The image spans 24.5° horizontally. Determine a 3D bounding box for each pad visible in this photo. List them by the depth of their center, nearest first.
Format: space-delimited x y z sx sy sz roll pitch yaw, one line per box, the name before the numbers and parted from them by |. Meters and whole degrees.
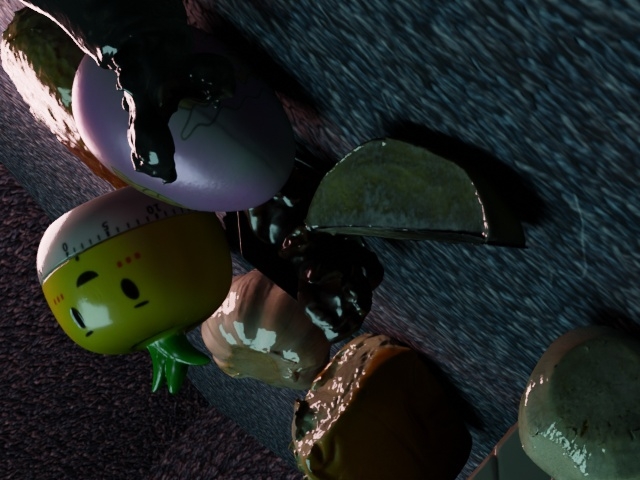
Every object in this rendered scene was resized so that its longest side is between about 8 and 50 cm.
pad | -0.060 -0.026 1.771 0.143 0.003 0.211 40 -150 -40

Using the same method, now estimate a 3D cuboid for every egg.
egg | -0.150 -0.136 1.615 0.271 0.196 0.196 28 160 36

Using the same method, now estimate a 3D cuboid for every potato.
potato | 0.111 -0.047 1.421 0.120 0.100 0.261 3 -179 -43

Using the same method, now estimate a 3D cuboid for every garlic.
garlic | -0.080 0.137 2.336 0.228 0.152 0.228 17 138 15

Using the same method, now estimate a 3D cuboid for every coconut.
coconut | 0.274 0.173 1.437 0.161 0.161 0.162 37 167 22

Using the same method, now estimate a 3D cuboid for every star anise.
star anise | 0.000 0.000 1.704 0.126 0.190 0.220 -22 121 30

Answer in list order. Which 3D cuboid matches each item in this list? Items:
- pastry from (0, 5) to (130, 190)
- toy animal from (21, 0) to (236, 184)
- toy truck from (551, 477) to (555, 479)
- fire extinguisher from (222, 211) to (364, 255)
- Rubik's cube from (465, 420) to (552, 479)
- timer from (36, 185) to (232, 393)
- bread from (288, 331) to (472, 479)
pastry | -0.317 -0.198 2.023 0.330 0.136 0.329 41 168 10
toy animal | -0.188 -0.223 1.485 0.343 0.168 0.106 53 170 26
toy truck | 0.371 0.315 1.748 0.192 0.083 0.092 38 166 14
fire extinguisher | -0.059 -0.008 1.956 0.294 0.093 0.118 24 153 54
Rubik's cube | 0.283 0.463 1.955 0.322 0.319 0.316 41 168 13
timer | -0.233 0.078 2.005 0.285 0.285 0.285 40 166 12
bread | 0.076 0.292 2.169 0.225 0.250 0.279 31 160 52
